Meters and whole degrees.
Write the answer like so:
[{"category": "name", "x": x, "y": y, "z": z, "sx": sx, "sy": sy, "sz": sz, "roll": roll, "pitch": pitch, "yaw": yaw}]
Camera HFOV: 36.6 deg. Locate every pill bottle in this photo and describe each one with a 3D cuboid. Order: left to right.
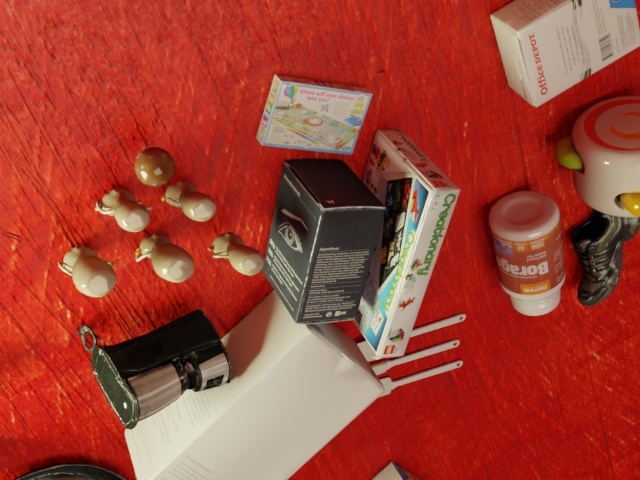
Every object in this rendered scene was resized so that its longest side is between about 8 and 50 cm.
[{"category": "pill bottle", "x": 0.370, "y": 0.028, "z": 1.710, "sx": 0.121, "sy": 0.121, "sz": 0.216, "roll": -26, "pitch": 130, "yaw": -9}]

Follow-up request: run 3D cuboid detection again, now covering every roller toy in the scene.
[{"category": "roller toy", "x": 0.523, "y": -0.136, "z": 1.624, "sx": 0.191, "sy": 0.209, "sz": 0.146, "roll": -39, "pitch": 136, "yaw": -25}]

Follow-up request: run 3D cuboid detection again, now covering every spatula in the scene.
[{"category": "spatula", "x": 0.167, "y": 0.219, "z": 1.809, "sx": 0.242, "sy": 0.019, "sz": 0.168, "roll": -15, "pitch": 127, "yaw": -18}]

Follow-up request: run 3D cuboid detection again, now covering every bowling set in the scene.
[{"category": "bowling set", "x": -0.222, "y": -0.041, "z": 1.363, "sx": 0.287, "sy": 0.154, "sz": 0.200, "roll": -4, "pitch": 106, "yaw": -24}]

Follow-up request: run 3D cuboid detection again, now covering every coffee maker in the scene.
[{"category": "coffee maker", "x": -0.248, "y": 0.175, "z": 1.482, "sx": 0.178, "sy": 0.120, "sz": 0.171, "roll": -23, "pitch": 90, "yaw": -34}]

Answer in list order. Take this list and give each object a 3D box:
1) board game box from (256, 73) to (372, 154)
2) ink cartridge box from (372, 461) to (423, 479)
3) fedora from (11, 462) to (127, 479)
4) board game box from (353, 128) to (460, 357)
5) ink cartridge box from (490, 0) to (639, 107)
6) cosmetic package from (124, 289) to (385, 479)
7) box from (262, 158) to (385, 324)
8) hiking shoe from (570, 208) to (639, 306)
[{"category": "board game box", "x": -0.009, "y": -0.184, "z": 1.425, "sx": 0.154, "sy": 0.026, "sz": 0.103, "roll": 4, "pitch": 121, "yaw": -29}, {"category": "ink cartridge box", "x": 0.197, "y": 0.539, "z": 1.995, "sx": 0.061, "sy": 0.104, "sz": 0.181, "roll": -44, "pitch": 132, "yaw": 8}, {"category": "fedora", "x": -0.430, "y": 0.540, "z": 1.626, "sx": 0.334, "sy": 0.152, "sz": 0.334, "roll": -12, "pitch": 125, "yaw": -19}, {"category": "board game box", "x": 0.108, "y": 0.005, "z": 1.510, "sx": 0.053, "sy": 0.193, "sz": 0.305, "roll": -1, "pitch": 123, "yaw": -27}, {"category": "ink cartridge box", "x": 0.378, "y": -0.324, "z": 1.488, "sx": 0.203, "sy": 0.086, "sz": 0.148, "roll": -30, "pitch": 131, "yaw": -5}, {"category": "cosmetic package", "x": -0.111, "y": 0.284, "z": 1.612, "sx": 0.385, "sy": 0.156, "sz": 0.217, "roll": -43, "pitch": 126, "yaw": 4}, {"category": "box", "x": 0.000, "y": 0.000, "z": 1.476, "sx": 0.108, "sy": 0.153, "sz": 0.207, "roll": -2, "pitch": 124, "yaw": -27}, {"category": "hiking shoe", "x": 0.511, "y": 0.018, "z": 1.818, "sx": 0.114, "sy": 0.086, "sz": 0.227, "roll": 7, "pitch": 114, "yaw": -16}]
